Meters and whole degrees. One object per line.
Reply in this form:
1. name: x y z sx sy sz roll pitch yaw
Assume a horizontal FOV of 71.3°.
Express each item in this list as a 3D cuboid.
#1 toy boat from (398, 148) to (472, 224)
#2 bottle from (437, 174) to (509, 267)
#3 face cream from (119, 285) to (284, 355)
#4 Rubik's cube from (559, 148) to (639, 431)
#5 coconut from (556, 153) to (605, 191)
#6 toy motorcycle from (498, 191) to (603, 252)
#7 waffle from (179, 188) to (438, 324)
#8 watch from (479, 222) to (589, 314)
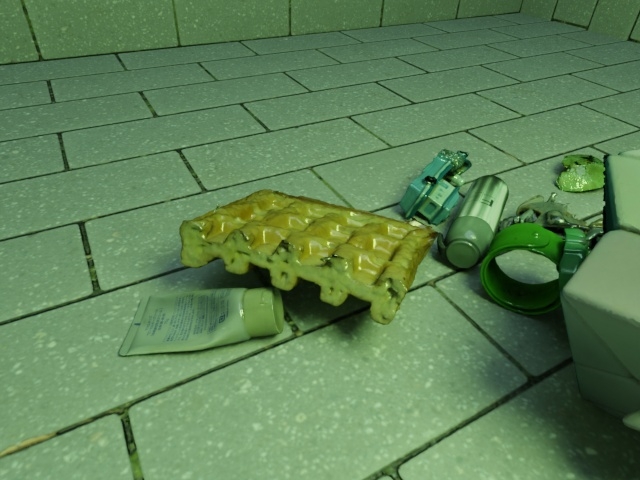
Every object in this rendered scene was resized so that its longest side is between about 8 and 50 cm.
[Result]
1. toy boat: 0.260 -0.119 0.936 0.098 0.109 0.238 38 50 10
2. bottle: 0.291 -0.042 0.850 0.096 0.079 0.253 6 36 28
3. face cream: -0.170 0.113 0.651 0.224 0.070 0.114 -8 37 6
4. Rubik's cube: 0.448 0.072 0.439 0.358 0.387 0.368 -48 43 -12
5. coconut: 0.624 -0.163 1.043 0.133 0.055 0.158 13 40 16
6. toy motorcycle: 0.455 -0.029 0.823 0.229 0.094 0.130 10 39 29
7. waffle: 0.000 -0.001 0.724 0.348 0.077 0.304 15 20 16
8. watch: 0.333 0.063 0.691 0.152 0.165 0.131 -3 32 35
